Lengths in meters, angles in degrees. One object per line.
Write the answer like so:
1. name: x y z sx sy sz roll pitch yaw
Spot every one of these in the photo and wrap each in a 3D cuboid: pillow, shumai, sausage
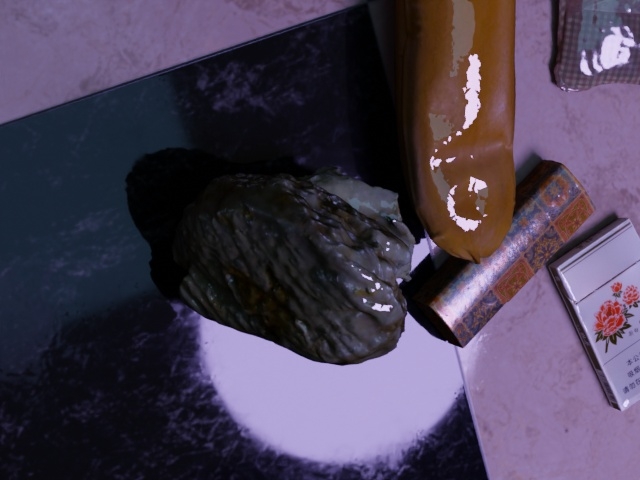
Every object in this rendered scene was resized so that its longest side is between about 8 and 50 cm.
1. pillow: 0.360 -0.227 2.046 0.211 0.034 0.135 1 102 -11
2. shumai: -0.001 0.001 1.850 0.218 0.256 0.189 -36 139 -46
3. sausage: 0.140 -0.151 1.938 0.134 0.116 0.354 -10 106 -37

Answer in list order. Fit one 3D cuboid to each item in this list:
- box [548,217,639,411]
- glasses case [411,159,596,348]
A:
1. box: 0.340 0.085 2.112 0.109 0.029 0.198 -33 111 -17
2. glasses case: 0.202 0.014 2.026 0.218 0.049 0.075 -45 113 -11
